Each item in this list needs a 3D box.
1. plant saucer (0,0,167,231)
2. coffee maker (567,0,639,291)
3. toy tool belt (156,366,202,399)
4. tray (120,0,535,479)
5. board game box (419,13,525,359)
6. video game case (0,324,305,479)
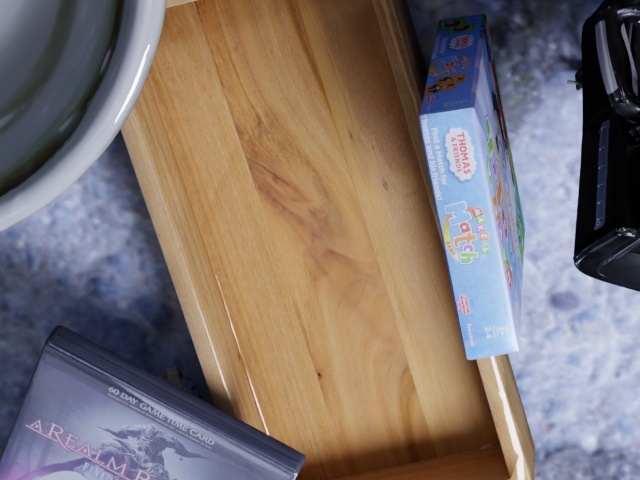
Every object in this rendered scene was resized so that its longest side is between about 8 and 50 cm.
[{"bbox_3d":[-0.281,-0.194,1.294,0.400,0.100,0.400,3,104,11],"label":"plant saucer"},{"bbox_3d":[0.218,-0.057,1.246,0.120,0.171,0.178,6,68,0],"label":"coffee maker"},{"bbox_3d":[-0.100,0.118,1.443,0.051,0.083,0.052,14,78,2],"label":"toy tool belt"},{"bbox_3d":[0.000,0.000,1.387,0.202,0.076,0.411,-13,108,13],"label":"tray"},{"bbox_3d":[0.100,-0.040,1.282,0.039,0.211,0.160,-8,110,11],"label":"board game box"},{"bbox_3d":[-0.144,0.197,1.455,0.196,0.026,0.274,28,133,1],"label":"video game case"}]
